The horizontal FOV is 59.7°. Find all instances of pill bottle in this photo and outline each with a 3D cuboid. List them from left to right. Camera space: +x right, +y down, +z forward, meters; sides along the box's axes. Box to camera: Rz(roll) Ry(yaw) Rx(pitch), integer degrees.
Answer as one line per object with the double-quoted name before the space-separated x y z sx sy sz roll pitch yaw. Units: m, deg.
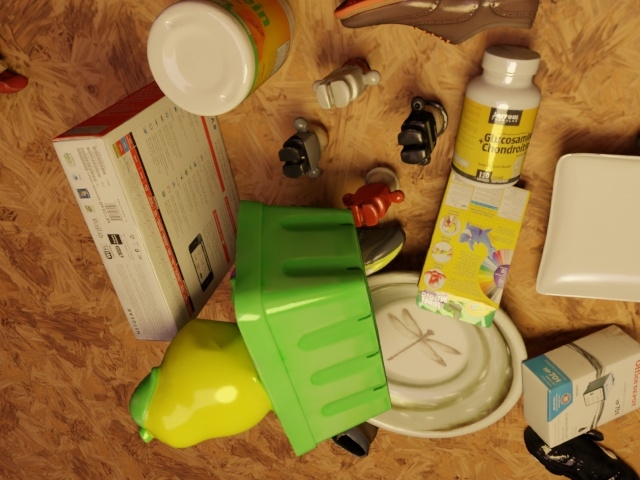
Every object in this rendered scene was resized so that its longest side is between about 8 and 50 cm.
"pill bottle" -0.116 -0.273 0.757 0.136 0.246 0.137 8 123 12
"pill bottle" 0.251 -0.174 0.793 0.103 0.103 0.184 10 124 11

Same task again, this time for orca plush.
"orca plush" 0.541 0.483 1.123 0.287 0.102 0.151 40 124 -10

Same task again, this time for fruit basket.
"fruit basket" -0.093 0.156 0.845 0.391 0.283 0.392 -2 130 -3

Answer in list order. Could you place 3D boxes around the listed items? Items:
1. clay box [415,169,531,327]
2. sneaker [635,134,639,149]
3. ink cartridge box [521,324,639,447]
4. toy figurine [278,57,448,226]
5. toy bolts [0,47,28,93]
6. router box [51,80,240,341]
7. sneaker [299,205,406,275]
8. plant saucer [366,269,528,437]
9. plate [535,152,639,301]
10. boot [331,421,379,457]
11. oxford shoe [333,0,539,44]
"clay box" 0.235 0.014 0.881 0.127 0.053 0.222 17 91 7
"sneaker" 0.523 -0.166 0.750 0.170 0.051 0.089 0 121 12
"ink cartridge box" 0.452 0.249 0.961 0.190 0.082 0.140 -19 119 -8
"toy figurine" 0.064 -0.154 0.848 0.209 0.148 0.213 34 127 2
"toy bolts" -0.648 -0.271 0.936 0.158 0.228 0.218 -26 106 19
"router box" -0.239 -0.062 0.896 0.082 0.301 0.336 -1 121 18
"sneaker" 0.000 0.000 0.983 0.299 0.111 0.121 -6 115 18
"plant saucer" 0.179 0.203 1.058 0.400 0.101 0.401 8 123 12
"plate" 0.485 -0.017 0.840 0.277 0.045 0.278 4 131 16
"boot" 0.040 0.368 1.201 0.219 0.106 0.082 39 124 -10
"oxford shoe" 0.152 -0.305 0.749 0.271 0.097 0.099 -2 127 18
